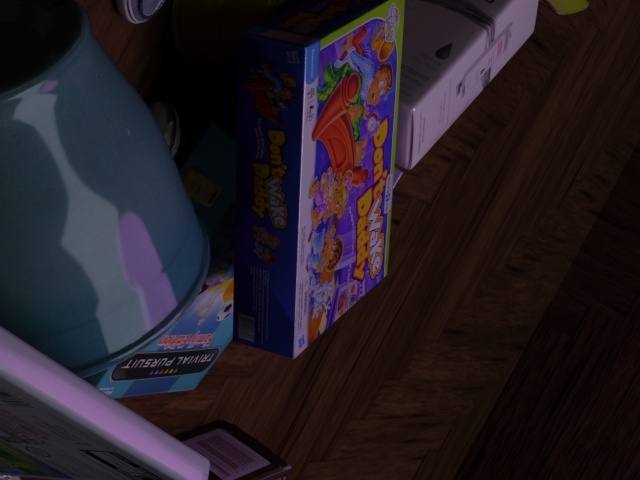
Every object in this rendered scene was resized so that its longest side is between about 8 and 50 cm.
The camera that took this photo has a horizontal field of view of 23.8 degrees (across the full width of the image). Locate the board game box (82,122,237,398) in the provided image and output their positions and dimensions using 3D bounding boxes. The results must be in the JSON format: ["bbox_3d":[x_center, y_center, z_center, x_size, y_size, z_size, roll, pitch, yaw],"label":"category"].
[{"bbox_3d":[-0.136,0.031,1.752,0.336,0.079,0.254,-53,160,14],"label":"board game box"}]

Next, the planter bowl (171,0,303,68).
[{"bbox_3d":[-0.056,-0.265,1.621,0.217,0.090,0.217,-47,155,-31],"label":"planter bowl"}]

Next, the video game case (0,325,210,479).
[{"bbox_3d":[-0.296,0.128,1.229,0.329,0.300,0.036,43,54,-50],"label":"video game case"}]

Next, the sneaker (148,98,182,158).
[{"bbox_3d":[-0.193,-0.087,1.602,0.058,0.052,0.135,4,113,-61],"label":"sneaker"}]

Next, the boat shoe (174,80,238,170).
[{"bbox_3d":[-0.103,-0.146,1.698,0.183,0.065,0.083,-47,159,-24],"label":"boat shoe"}]

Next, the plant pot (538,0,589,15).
[{"bbox_3d":[0.297,-0.439,2.002,0.207,0.227,0.228,-56,159,8],"label":"plant pot"}]

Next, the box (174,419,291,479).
[{"bbox_3d":[-0.205,0.461,2.144,0.191,0.143,0.381,-10,129,-62],"label":"box"}]

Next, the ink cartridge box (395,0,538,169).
[{"bbox_3d":[0.105,-0.251,1.827,0.283,0.207,0.117,-48,157,-28],"label":"ink cartridge box"}]

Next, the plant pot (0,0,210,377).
[{"bbox_3d":[-0.253,-0.060,1.263,0.271,0.272,0.255,-45,138,-33],"label":"plant pot"}]

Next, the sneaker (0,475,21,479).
[{"bbox_3d":[-0.372,0.333,1.668,0.126,0.127,0.321,-53,133,-31],"label":"sneaker"}]

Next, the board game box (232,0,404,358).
[{"bbox_3d":[-0.001,-0.081,1.624,0.233,0.078,0.347,-39,138,-53],"label":"board game box"}]

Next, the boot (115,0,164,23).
[{"bbox_3d":[-0.131,-0.283,1.442,0.069,0.086,0.190,-22,137,-57],"label":"boot"}]

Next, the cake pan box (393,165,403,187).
[{"bbox_3d":[0.000,0.000,1.967,0.267,0.070,0.246,-60,-171,-4],"label":"cake pan box"}]
